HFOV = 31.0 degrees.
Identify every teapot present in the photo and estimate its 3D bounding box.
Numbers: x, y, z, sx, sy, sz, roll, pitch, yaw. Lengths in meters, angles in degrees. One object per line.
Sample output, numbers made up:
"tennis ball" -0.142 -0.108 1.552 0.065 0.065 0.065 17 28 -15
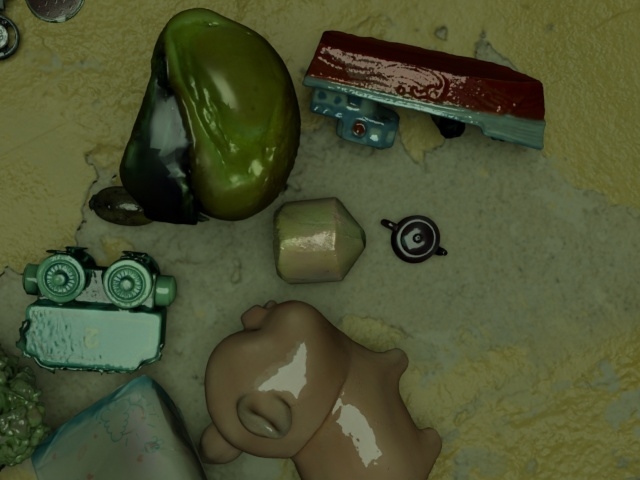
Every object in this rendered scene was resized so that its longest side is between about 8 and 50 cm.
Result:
"teapot" 0.128 -0.004 1.578 0.100 0.045 0.068 27 86 -1

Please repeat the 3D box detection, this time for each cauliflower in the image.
"cauliflower" -0.467 0.185 1.441 0.256 0.315 0.239 22 49 28

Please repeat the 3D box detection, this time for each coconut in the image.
"coconut" 0.000 0.000 1.541 0.122 0.116 0.116 -2 88 4

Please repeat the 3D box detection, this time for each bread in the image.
"bread" -0.129 -0.135 1.412 0.208 0.376 0.251 13 89 -3

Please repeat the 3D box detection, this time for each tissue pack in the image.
"tissue pack" -0.240 0.326 1.450 0.201 0.271 0.124 -36 134 1

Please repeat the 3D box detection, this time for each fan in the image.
"fan" -0.358 -0.366 1.598 0.085 0.005 0.133 24 89 0

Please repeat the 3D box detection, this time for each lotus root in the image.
"lotus root" -0.270 -0.048 1.568 0.099 0.049 0.054 6 90 5

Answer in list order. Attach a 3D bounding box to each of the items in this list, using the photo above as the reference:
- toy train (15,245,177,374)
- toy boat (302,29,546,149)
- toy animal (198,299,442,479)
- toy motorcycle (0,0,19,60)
"toy train" -0.296 0.093 1.535 0.203 0.112 0.163 4 94 -1
"toy boat" 0.141 -0.180 1.544 0.332 0.145 0.133 12 111 1
"toy animal" -0.004 0.225 1.496 0.269 0.237 0.326 -26 86 -31
"toy motorcycle" -0.486 -0.355 1.561 0.151 0.074 0.228 -6 97 -7
